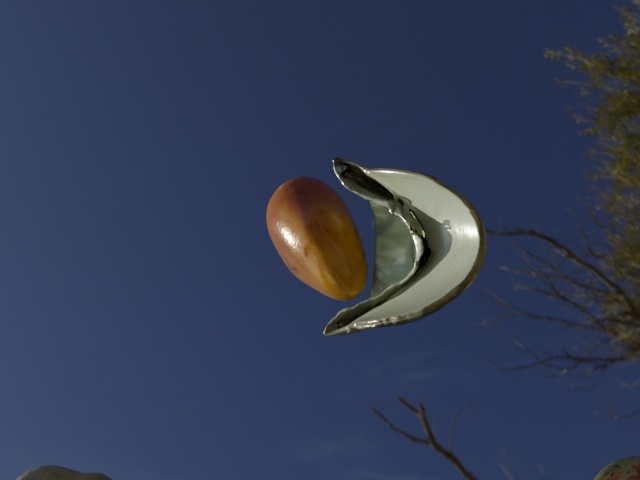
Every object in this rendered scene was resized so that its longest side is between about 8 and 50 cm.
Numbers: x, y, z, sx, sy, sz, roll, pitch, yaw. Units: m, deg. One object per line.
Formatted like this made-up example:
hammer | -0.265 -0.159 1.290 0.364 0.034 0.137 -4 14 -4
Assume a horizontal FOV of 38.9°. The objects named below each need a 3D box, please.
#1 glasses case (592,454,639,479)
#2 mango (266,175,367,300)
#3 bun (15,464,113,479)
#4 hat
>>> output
glasses case | 0.587 0.379 1.328 0.156 0.425 0.098 -45 -71 -40
mango | 0.000 0.000 1.476 0.126 0.252 0.153 -9 -44 -26
bun | -0.251 0.354 0.997 0.116 0.210 0.237 -30 -62 19
hat | 0.131 0.011 1.277 0.168 0.301 0.257 5 -95 -36
